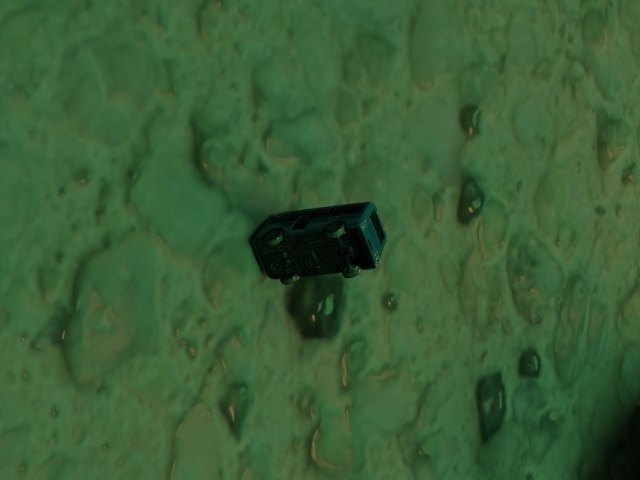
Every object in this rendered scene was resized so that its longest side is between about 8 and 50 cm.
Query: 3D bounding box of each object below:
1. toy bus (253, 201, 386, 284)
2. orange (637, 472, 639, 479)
[{"bbox_3d":[0.000,0.000,1.311,0.038,0.083,0.046,68,30,-28],"label":"toy bus"},{"bbox_3d":[0.406,0.250,1.770,0.368,0.210,0.271,-12,103,-55],"label":"orange"}]
